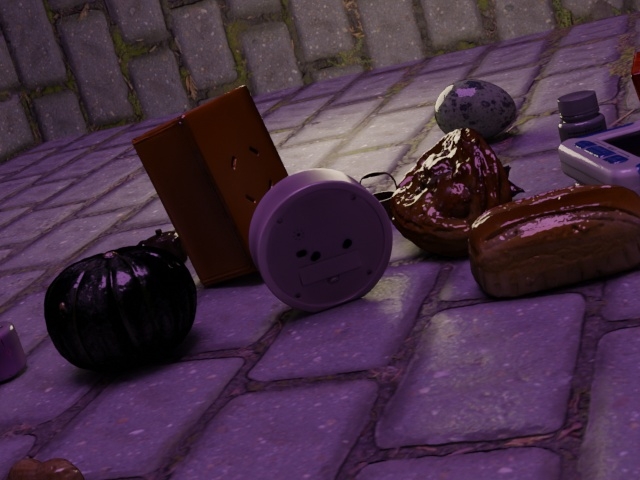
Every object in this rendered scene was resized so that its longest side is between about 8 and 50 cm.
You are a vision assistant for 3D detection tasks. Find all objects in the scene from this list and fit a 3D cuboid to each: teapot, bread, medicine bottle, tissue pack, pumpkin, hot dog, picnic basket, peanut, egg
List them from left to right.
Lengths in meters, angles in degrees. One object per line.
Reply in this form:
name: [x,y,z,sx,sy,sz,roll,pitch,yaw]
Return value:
peanut: [-0.303,0.263,1.188,0.113,0.054,0.054,-4,19,35]
pumpkin: [-0.284,0.093,1.545,0.220,0.162,0.220,-9,15,3]
teapot: [-0.294,0.012,1.989,0.121,0.068,0.076,-3,20,36]
tissue pack: [-0.165,-0.088,1.804,0.145,0.275,0.194,-20,10,33]
picnic basket: [0.103,-0.081,1.904,0.072,0.083,0.072,-13,16,4]
hot dog: [0.203,-0.072,1.679,0.196,0.122,0.272,-48,15,11]
egg: [0.323,-0.271,2.259,0.172,0.132,0.132,1,21,18]
bread: [0.309,-0.005,1.418,0.236,0.106,0.140,-15,18,6]
medicine bottle: [0.449,-0.186,1.849,0.080,0.130,0.080,-15,15,4]

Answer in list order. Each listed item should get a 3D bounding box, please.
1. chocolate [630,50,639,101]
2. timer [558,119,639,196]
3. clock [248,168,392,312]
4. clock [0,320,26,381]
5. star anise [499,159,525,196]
chocolate: [0.737,-0.328,2.113,0.237,0.108,0.235,-11,17,20]
timer: [0.493,-0.119,1.682,0.178,0.078,0.253,-15,17,-5]
clock: [0.000,0.000,1.533,0.196,0.197,0.068,-18,25,-10]
clock: [-0.581,0.204,1.581,0.227,0.090,0.248,-9,19,23]
star anise: [0.285,-0.088,1.818,0.129,0.056,0.124,3,49,38]
